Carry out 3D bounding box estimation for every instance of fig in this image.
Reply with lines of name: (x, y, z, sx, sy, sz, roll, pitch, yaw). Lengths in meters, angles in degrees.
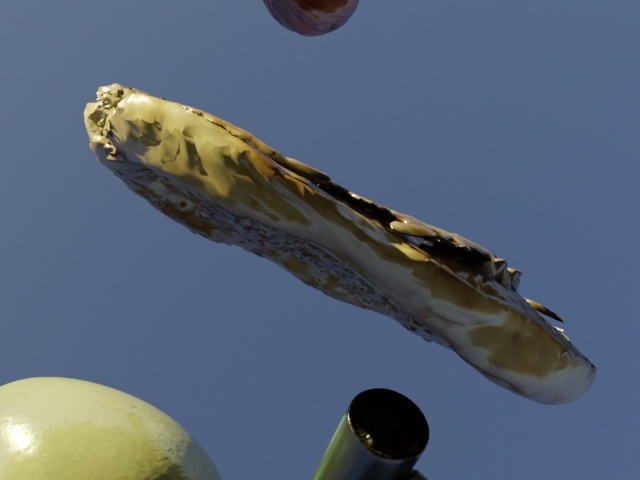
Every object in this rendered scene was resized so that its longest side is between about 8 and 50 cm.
fig: (-0.022, -0.290, 1.308, 0.150, 0.128, 0.128, -35, -92, -18)

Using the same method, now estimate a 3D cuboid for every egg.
egg: (-0.208, 0.236, 1.003, 0.295, 0.218, 0.218, 34, -112, 29)

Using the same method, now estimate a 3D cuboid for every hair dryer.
hair dryer: (0.083, 0.193, 0.761, 0.198, 0.100, 0.057, 39, -133, 19)

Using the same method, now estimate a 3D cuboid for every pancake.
pancake: (0.001, -0.001, 0.772, 0.382, 0.382, 0.071, 29, -94, -6)
